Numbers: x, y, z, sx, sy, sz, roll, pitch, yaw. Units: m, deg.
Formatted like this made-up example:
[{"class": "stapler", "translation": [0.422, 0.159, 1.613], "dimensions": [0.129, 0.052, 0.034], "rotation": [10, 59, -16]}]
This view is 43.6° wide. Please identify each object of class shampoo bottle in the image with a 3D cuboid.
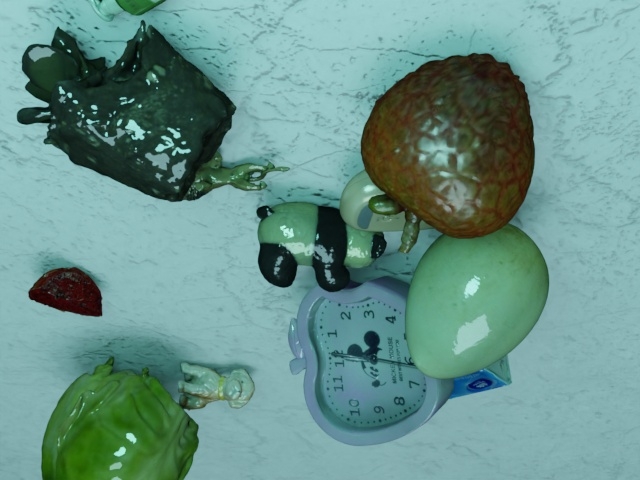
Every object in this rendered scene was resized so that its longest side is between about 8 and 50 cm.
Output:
[{"class": "shampoo bottle", "translation": [-0.206, -0.332, 1.002], "dimensions": [0.205, 0.065, 0.065], "rotation": [-19, 140, 28]}]

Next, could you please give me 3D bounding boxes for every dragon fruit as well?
[{"class": "dragon fruit", "translation": [-0.525, 0.098, 1.625], "dimensions": [0.106, 0.083, 0.162], "rotation": [-10, 155, 37]}]

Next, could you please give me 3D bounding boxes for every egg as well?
[{"class": "egg", "translation": [0.254, 0.103, 1.354], "dimensions": [0.219, 0.218, 0.295], "rotation": [24, 104, -28]}]

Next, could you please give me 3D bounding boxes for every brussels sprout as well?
[{"class": "brussels sprout", "translation": [-0.485, 0.502, 1.882], "dimensions": [0.343, 0.361, 0.425], "rotation": [30, 155, 13]}]

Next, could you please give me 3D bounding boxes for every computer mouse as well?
[{"class": "computer mouse", "translation": [0.147, -0.076, 1.326], "dimensions": [0.237, 0.081, 0.145], "rotation": [-5, 148, -10]}]

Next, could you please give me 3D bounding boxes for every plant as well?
[{"class": "plant", "translation": [-0.267, -0.185, 1.091], "dimensions": [0.276, 0.188, 0.199], "rotation": [28, 162, -4]}]

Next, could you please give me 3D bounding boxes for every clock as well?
[{"class": "clock", "translation": [0.095, 0.230, 1.564], "dimensions": [0.339, 0.338, 0.102], "rotation": [-22, 176, 30]}]

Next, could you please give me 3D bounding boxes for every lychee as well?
[{"class": "lychee", "translation": [0.180, -0.117, 1.142], "dimensions": [0.255, 0.255, 0.300], "rotation": [21, 127, -25]}]

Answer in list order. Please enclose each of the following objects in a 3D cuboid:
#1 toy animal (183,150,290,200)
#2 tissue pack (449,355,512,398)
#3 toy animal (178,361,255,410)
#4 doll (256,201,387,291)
[{"class": "toy animal", "translation": [-0.155, -0.107, 1.320], "dimensions": [0.220, 0.069, 0.086], "rotation": [-5, 166, 18]}, {"class": "tissue pack", "translation": [0.241, 0.229, 1.663], "dimensions": [0.264, 0.198, 0.146], "rotation": [-23, 140, 30]}, {"class": "toy animal", "translation": [-0.255, 0.379, 1.993], "dimensions": [0.185, 0.104, 0.183], "rotation": [-1, 144, -4]}, {"class": "doll", "translation": [-0.002, 0.001, 1.403], "dimensions": [0.235, 0.143, 0.135], "rotation": [7, 139, -7]}]
